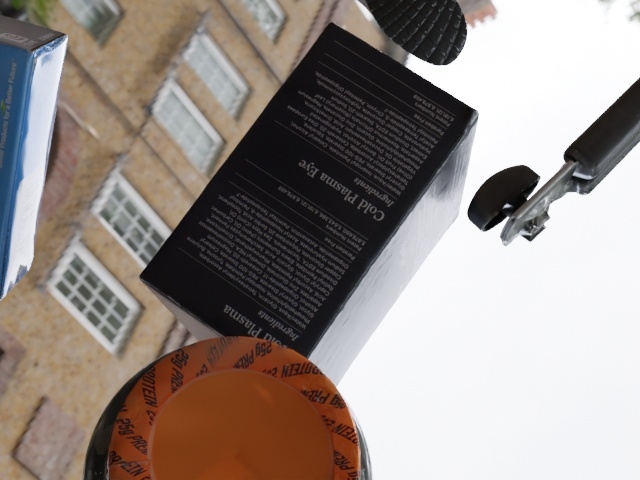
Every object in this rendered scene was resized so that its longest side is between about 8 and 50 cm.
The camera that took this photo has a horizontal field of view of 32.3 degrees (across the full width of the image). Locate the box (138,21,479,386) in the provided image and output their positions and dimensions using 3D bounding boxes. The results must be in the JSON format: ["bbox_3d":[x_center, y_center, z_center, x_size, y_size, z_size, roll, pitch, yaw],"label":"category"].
[{"bbox_3d":[0.000,0.000,1.170,0.312,0.179,0.343,-55,168,-11],"label":"box"}]

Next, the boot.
[{"bbox_3d":[0.112,-0.416,1.777,0.118,0.338,0.223,-46,178,15],"label":"boot"}]

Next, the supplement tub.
[{"bbox_3d":[-0.075,0.203,0.855,0.207,0.207,0.338,-52,172,-22],"label":"supplement tub"}]

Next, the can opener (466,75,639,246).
[{"bbox_3d":[0.285,-0.103,1.265,0.095,0.076,0.283,41,-108,20],"label":"can opener"}]

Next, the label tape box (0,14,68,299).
[{"bbox_3d":[-0.417,-0.108,0.994,0.106,0.334,0.240,-76,-179,-68],"label":"label tape box"}]
